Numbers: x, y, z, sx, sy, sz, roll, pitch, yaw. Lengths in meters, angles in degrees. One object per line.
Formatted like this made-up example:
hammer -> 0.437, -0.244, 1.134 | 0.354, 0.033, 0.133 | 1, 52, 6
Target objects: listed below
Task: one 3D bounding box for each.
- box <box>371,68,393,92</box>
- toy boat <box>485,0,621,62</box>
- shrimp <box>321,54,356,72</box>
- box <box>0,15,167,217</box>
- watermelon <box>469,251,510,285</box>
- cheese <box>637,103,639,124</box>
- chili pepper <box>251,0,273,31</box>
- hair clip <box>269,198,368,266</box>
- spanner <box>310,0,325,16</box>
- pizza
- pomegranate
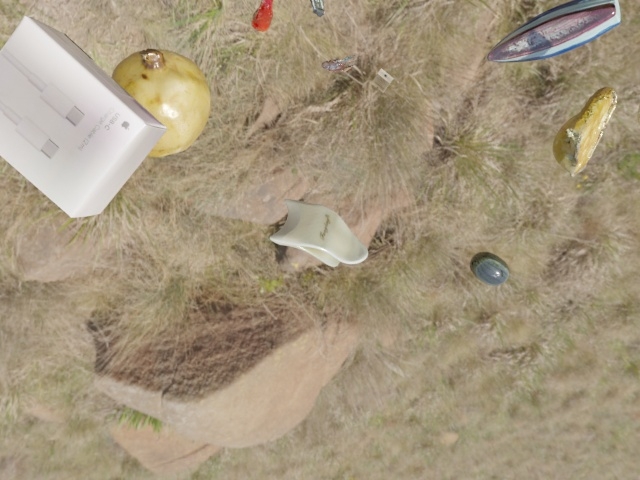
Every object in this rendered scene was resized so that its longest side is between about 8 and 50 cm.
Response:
box -> 0.203, -0.525, 1.490 | 0.053, 0.083, 0.024 | 37, 84, -6
toy boat -> 0.401, -0.367, 0.813 | 0.228, 0.046, 0.080 | -7, 112, 42
shrimp -> 0.050, -0.456, 1.180 | 0.092, 0.029, 0.038 | -9, 147, 6
box -> -0.423, -0.197, 0.755 | 0.251, 0.106, 0.203 | 43, 98, -5
watermelon -> 0.436, 0.074, 1.163 | 0.110, 0.078, 0.078 | 30, 122, -8
cheese -> 0.853, -0.317, 1.027 | 0.213, 0.117, 0.226 | 6, 124, -12
chili pepper -> -0.122, -0.501, 0.998 | 0.045, 0.027, 0.178 | -1, 178, -17
hair clip -> 0.006, -0.011, 1.373 | 0.282, 0.173, 0.113 | 36, 138, -21
spanner -> -0.038, -0.559, 0.871 | 0.026, 0.326, 0.093 | -27, 156, 31
pizza -> 0.564, -0.234, 1.009 | 0.204, 0.080, 0.188 | -30, 138, -37
pomegranate -> -0.445, -0.377, 1.260 | 0.307, 0.307, 0.307 | -12, 138, -11
